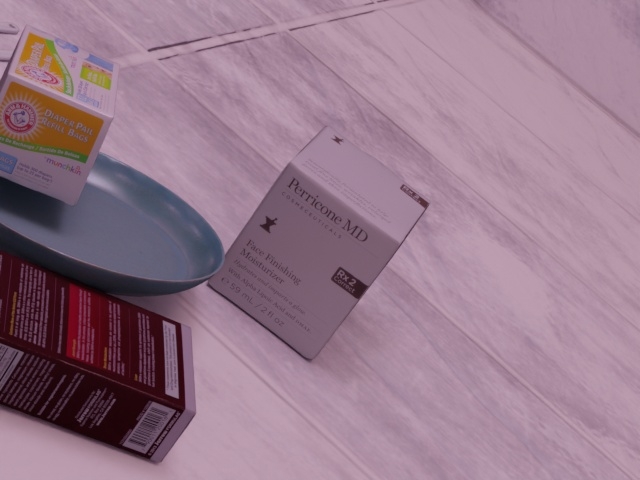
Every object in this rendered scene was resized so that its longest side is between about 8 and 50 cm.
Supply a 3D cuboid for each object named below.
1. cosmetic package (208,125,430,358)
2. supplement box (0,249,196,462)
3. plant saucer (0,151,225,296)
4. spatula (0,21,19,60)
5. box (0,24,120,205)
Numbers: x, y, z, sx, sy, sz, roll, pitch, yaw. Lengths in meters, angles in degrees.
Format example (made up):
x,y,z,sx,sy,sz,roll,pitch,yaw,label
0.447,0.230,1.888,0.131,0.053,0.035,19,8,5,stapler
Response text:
x,y,z,sx,sy,sz,roll,pitch,yaw,label
0.000,0.000,1.587,0.151,0.183,0.151,36,26,2,cosmetic package
-0.234,0.098,1.278,0.239,0.073,0.130,25,28,-22,supplement box
-0.250,-0.028,1.443,0.317,0.043,0.317,25,18,-9,plant saucer
-0.443,-0.264,1.684,0.168,0.019,0.242,47,29,23,spatula
-0.278,-0.132,1.455,0.114,0.103,0.203,22,18,-15,box
